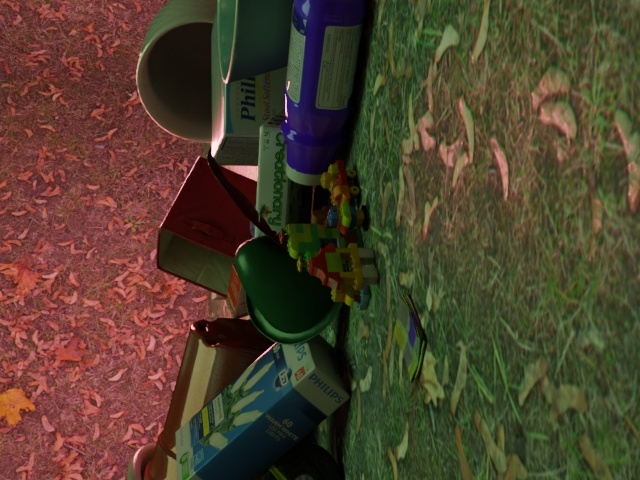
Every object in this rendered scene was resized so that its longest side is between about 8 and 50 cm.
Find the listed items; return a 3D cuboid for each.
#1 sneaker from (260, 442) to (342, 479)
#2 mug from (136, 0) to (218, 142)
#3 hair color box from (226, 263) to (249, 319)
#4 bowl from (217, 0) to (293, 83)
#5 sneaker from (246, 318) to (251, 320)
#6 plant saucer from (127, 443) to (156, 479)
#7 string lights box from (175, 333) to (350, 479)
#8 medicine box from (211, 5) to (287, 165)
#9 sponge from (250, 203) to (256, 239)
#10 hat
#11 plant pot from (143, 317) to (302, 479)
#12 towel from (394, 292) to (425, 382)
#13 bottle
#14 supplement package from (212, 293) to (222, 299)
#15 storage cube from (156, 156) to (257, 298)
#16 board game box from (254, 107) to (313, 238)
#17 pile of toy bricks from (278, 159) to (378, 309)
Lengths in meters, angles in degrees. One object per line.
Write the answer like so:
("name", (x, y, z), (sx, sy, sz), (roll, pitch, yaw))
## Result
("sneaker", (-0.041, 0.477, 1.361), (0.147, 0.145, 0.384), (91, -176, -82))
("mug", (-0.226, -0.369, 2.133), (0.328, 0.276, 0.374), (-96, -19, -58))
("hair color box", (-0.134, 0.093, 1.954), (0.167, 0.093, 0.053), (108, 141, -58))
("bowl", (-0.056, -0.383, 1.405), (0.311, 0.163, 0.311), (180, 90, -80))
("sneaker", (-0.150, 0.255, 2.091), (0.281, 0.106, 0.162), (102, 160, -81))
("plant saucer", (-0.212, 0.536, 1.685), (0.400, 0.100, 0.400), (47, -175, -5))
("string lights box", (-0.086, 0.247, 1.368), (0.260, 0.077, 0.133), (-43, 25, 10))
("medicine box", (-0.115, -0.285, 1.744), (0.289, 0.149, 0.263), (154, 116, -78))
("sponge", (-0.078, -0.006, 1.645), (0.210, 0.031, 0.117), (83, -161, -53))
("hat", (-0.090, 0.026, 1.312), (0.173, 0.183, 0.208), (-52, 50, 6))
("plant pot", (-0.136, 0.281, 1.608), (0.272, 0.272, 0.265), (-134, 54, -75))
("towel", (0.092, 0.101, 1.012), (0.083, 0.009, 0.060), (-105, 20, -55))
("bottle", (-0.001, -0.208, 1.291), (0.118, 0.092, 0.282), (-98, 13, -55))
("supplement package", (-0.206, 0.051, 2.328), (0.105, 0.105, 0.179), (147, 122, -78))
("storage cube", (-0.218, -0.023, 2.026), (0.215, 0.184, 0.193), (109, -176, -61))
("board game box", (-0.055, -0.047, 1.511), (0.193, 0.053, 0.305), (-58, -26, -69))
("pile of toy bricks", (0.000, 0.000, 1.243), (0.118, 0.105, 0.212), (102, 164, -47))
